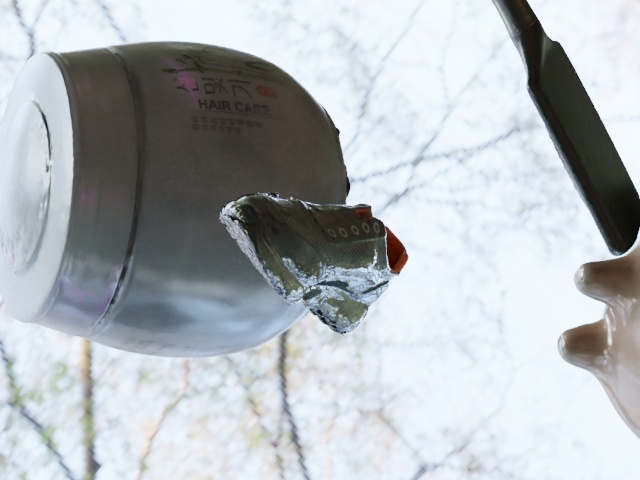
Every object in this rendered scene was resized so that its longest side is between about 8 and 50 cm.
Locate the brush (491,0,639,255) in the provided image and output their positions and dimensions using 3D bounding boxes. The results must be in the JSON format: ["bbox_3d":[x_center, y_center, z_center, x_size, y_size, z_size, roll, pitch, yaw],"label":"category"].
[{"bbox_3d":[0.093,-0.082,0.791,0.193,0.016,0.063,62,-155,-15],"label":"brush"}]

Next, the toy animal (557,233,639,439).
[{"bbox_3d":[0.242,0.041,0.905,0.248,0.165,0.149,6,-134,-5],"label":"toy animal"}]

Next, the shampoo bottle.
[{"bbox_3d":[-0.136,-0.037,1.555,0.266,0.273,0.273,6,-128,-28],"label":"shampoo bottle"}]

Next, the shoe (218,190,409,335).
[{"bbox_3d":[0.000,-0.001,1.166,0.074,0.077,0.194,51,-176,26],"label":"shoe"}]
